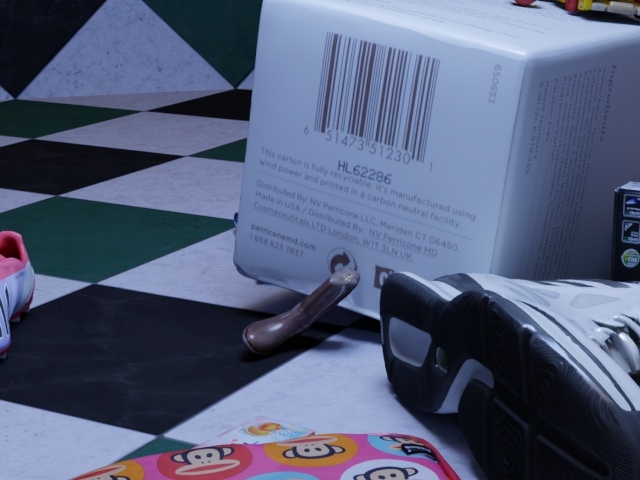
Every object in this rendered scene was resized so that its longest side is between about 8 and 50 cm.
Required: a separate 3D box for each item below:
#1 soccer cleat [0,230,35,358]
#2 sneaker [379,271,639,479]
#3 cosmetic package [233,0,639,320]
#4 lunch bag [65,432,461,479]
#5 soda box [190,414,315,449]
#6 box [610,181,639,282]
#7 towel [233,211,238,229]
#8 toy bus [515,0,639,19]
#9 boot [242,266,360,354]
[{"bbox_3d":[-0.360,0.062,1.498,0.083,0.095,0.248,0,15,2],"label":"soccer cleat"},{"bbox_3d":[0.237,0.100,1.199,0.258,0.169,0.447,-7,14,-16],"label":"sneaker"},{"bbox_3d":[0.157,-0.108,1.603,0.329,0.327,0.394,18,21,31],"label":"cosmetic package"},{"bbox_3d":[-0.036,0.221,0.853,0.293,0.120,0.258,-8,17,-12],"label":"lunch bag"},{"bbox_3d":[-0.079,0.193,1.061,0.058,0.063,0.183,11,19,36],"label":"soda box"},{"bbox_3d":[0.383,0.043,1.386,0.191,0.184,0.045,9,15,29],"label":"box"},{"bbox_3d":[0.000,0.000,1.849,0.209,0.034,0.285,-2,15,-10],"label":"towel"},{"bbox_3d":[0.319,-0.319,1.618,0.202,0.104,0.191,18,20,28],"label":"toy bus"},{"bbox_3d":[-0.017,0.070,1.454,0.114,0.037,0.106,-38,-9,32],"label":"boot"}]
